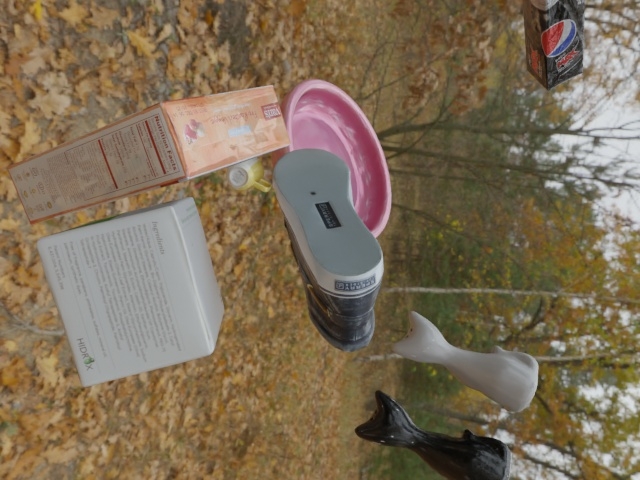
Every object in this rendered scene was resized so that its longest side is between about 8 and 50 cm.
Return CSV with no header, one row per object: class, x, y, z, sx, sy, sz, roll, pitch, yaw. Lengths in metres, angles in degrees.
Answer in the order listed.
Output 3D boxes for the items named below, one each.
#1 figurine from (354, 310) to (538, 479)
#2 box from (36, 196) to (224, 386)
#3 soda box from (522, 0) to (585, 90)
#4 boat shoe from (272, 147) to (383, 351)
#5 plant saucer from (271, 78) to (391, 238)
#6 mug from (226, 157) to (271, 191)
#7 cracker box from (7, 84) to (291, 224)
figurine,0.183,0.230,0.778,0.092,0.210,0.214,102,13,-72
box,-0.123,0.029,0.374,0.101,0.087,0.101,-127,-156,-80
soda box,0.299,-0.279,0.685,0.169,0.053,0.060,55,10,-51
boat shoe,0.000,0.000,0.430,0.183,0.065,0.083,-108,-166,-50
plant saucer,0.018,-0.145,1.048,0.332,0.084,0.331,25,56,-45
mug,-0.125,-0.113,0.909,0.064,0.078,0.062,-74,162,-74
cracker box,-0.168,-0.085,0.529,0.156,0.233,0.067,-34,111,-55
